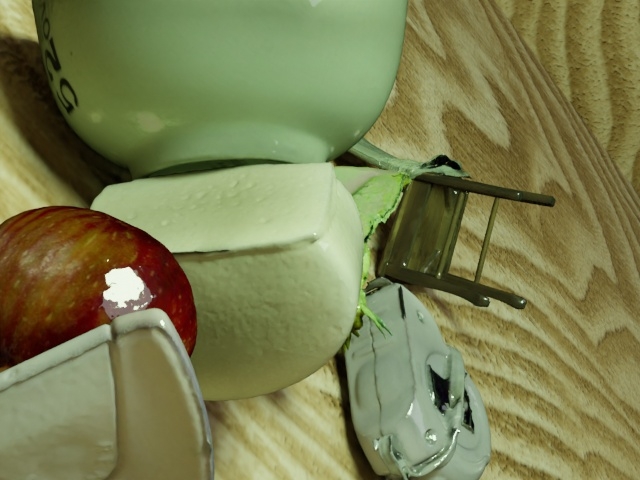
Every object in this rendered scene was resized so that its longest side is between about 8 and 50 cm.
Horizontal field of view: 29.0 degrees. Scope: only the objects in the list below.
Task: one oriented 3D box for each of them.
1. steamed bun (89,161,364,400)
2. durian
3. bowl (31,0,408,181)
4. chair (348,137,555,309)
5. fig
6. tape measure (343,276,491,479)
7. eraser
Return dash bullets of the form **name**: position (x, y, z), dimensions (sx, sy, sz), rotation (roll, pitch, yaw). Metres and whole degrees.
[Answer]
- **steamed bun**: position (-0.080, 0.039, 1.043), dimensions (0.146, 0.241, 0.164), rotation (-77, 159, -57)
- **durian**: position (-0.008, 0.006, 1.285), dimensions (0.157, 0.169, 0.355), rotation (52, 23, -18)
- **bowl**: position (-0.087, -0.139, 1.139), dimensions (0.354, 0.353, 0.185), rotation (18, 65, -56)
- **chair**: position (0.128, -0.033, 1.653), dimensions (0.160, 0.319, 0.186), rotation (6, 101, -59)
- **fig**: position (-0.191, 0.074, 0.879), dimensions (0.175, 0.175, 0.207), rotation (54, 35, -11)
- **tape measure**: position (0.111, 0.186, 1.370), dimensions (0.197, 0.120, 0.236), rotation (39, 35, -41)
- **eraser**: position (-0.154, 0.160, 0.844), dimensions (0.059, 0.204, 0.243), rotation (-114, 180, -46)
